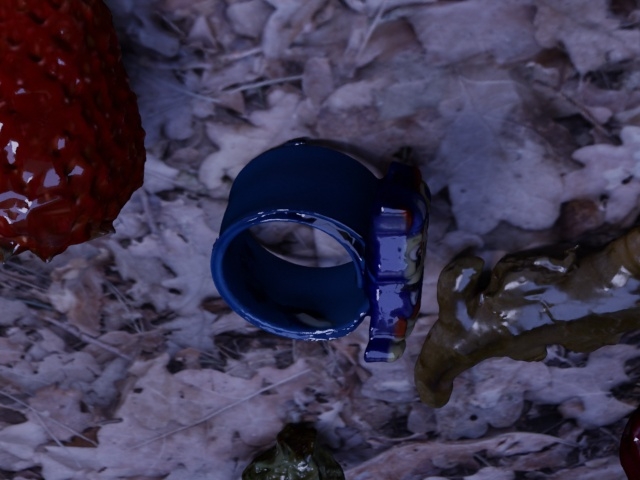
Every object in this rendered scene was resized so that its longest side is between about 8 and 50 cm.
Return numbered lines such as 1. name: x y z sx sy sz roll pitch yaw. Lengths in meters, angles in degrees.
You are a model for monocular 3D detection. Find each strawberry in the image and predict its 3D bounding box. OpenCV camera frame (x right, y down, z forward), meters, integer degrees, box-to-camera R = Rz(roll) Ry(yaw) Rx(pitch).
1. strawberry: -0.238 -0.116 0.985 0.205 0.205 0.245 4 113 -6

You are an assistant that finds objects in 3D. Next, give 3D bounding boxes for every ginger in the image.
1. ginger: 0.226 0.061 1.231 0.333 0.080 0.166 -18 118 24

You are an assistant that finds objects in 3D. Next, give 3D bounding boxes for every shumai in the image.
1. shumai: -0.037 0.262 1.415 0.123 0.099 0.087 -9 118 3

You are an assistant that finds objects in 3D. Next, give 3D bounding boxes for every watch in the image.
1. watch: 0.001 0.002 1.115 0.200 0.171 0.196 4 124 9

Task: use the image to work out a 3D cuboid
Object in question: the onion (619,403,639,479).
1. onion: 0.440 0.252 1.354 0.173 0.198 0.135 -38 155 26
